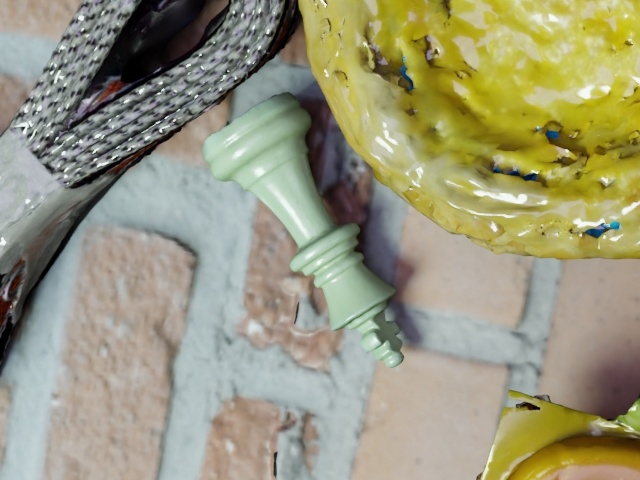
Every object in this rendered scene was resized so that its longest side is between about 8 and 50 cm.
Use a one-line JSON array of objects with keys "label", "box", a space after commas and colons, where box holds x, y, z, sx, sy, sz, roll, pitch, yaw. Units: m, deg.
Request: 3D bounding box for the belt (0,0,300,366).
[{"label": "belt", "box": [-0.145, -0.035, 0.997, 0.359, 0.094, 0.126, -43, 83, 13]}]

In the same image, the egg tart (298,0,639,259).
[{"label": "egg tart", "box": [0.127, -0.125, 0.918, 0.291, 0.107, 0.291, 0, 89, 21]}]

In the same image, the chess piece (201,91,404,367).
[{"label": "chess piece", "box": [0.000, 0.000, 0.976, 0.059, 0.059, 0.149, -33, 85, 13]}]

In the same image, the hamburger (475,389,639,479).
[{"label": "hamburger", "box": [0.137, 0.157, 0.911, 0.164, 0.093, 0.189, 29, 91, 8]}]
